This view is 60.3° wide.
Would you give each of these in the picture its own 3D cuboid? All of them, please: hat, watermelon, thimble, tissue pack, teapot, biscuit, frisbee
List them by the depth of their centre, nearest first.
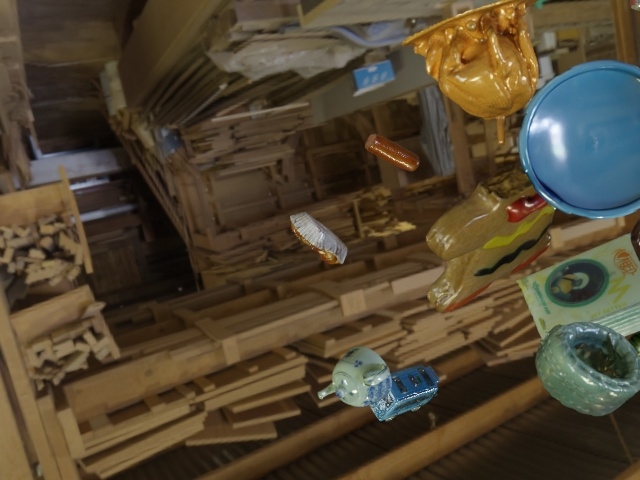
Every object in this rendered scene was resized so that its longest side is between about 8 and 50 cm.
[{"bbox_3d":[0.428,-0.153,0.851,0.242,0.241,0.045,-11,180,9],"label":"frisbee"},{"bbox_3d":[0.293,-0.282,0.994,0.245,0.233,0.233,-14,-171,14],"label":"hat"},{"bbox_3d":[0.361,-0.004,1.089,0.368,0.076,0.394,-28,149,-17],"label":"biscuit"},{"bbox_3d":[0.643,0.303,1.339,0.235,0.143,0.198,34,-133,16],"label":"thimble"},{"bbox_3d":[0.095,0.372,1.455,0.159,0.158,0.232,-19,172,-44],"label":"teapot"},{"bbox_3d":[0.991,0.313,1.704,0.106,0.062,0.105,-33,158,-15],"label":"watermelon"},{"bbox_3d":[0.879,0.182,1.780,0.388,0.162,0.287,-28,-144,20],"label":"tissue pack"}]

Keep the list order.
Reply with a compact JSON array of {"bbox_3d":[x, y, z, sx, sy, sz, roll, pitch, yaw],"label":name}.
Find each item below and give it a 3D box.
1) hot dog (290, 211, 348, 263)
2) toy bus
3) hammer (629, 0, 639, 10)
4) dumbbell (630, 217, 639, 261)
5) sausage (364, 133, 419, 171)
[{"bbox_3d":[0.000,0.000,1.074,0.053,0.099,0.192,-41,157,6],"label":"hot dog"},{"bbox_3d":[0.262,0.477,1.748,0.247,0.113,0.134,-1,137,-44],"label":"toy bus"},{"bbox_3d":[0.687,-0.489,1.153,0.053,0.031,0.083,3,-141,-4],"label":"hammer"},{"bbox_3d":[0.662,0.014,0.962,0.124,0.140,0.225,-27,-170,5],"label":"dumbbell"},{"bbox_3d":[0.156,-0.185,1.169,0.131,0.039,0.041,21,171,-25],"label":"sausage"}]
